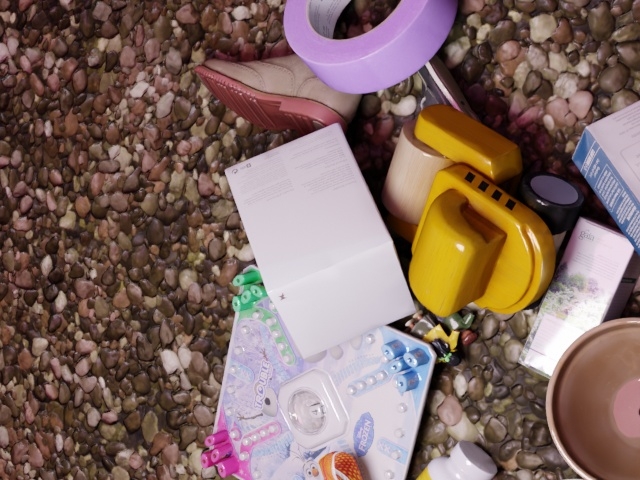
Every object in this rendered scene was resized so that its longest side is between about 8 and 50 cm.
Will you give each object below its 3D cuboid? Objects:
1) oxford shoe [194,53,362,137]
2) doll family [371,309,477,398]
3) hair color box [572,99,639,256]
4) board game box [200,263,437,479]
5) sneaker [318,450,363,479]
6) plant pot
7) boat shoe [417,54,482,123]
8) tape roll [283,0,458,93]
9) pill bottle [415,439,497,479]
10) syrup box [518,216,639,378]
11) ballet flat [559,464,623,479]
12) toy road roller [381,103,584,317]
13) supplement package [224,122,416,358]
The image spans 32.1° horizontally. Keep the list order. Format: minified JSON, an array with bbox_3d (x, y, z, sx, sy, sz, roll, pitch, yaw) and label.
[{"bbox_3d":[-0.070,-0.269,1.946,0.348,0.123,0.130,24,74,31],"label":"oxford shoe"},{"bbox_3d":[0.169,0.182,1.775,0.111,0.076,0.193,47,118,15],"label":"doll family"},{"bbox_3d":[0.513,-0.032,1.510,0.173,0.105,0.347,-26,69,-10],"label":"hair color box"},{"bbox_3d":[-0.022,0.286,1.855,0.390,0.050,0.390,23,111,31],"label":"board game box"},{"bbox_3d":[0.047,0.419,1.770,0.067,0.064,0.175,-25,79,58],"label":"sneaker"},{"bbox_3d":[0.439,0.231,1.527,0.237,0.109,0.237,-7,74,27],"label":"plant pot"},{"bbox_3d":[0.189,-0.219,1.779,0.079,0.084,0.233,-34,73,25],"label":"boat shoe"},{"bbox_3d":[0.079,-0.376,1.796,0.274,0.090,0.275,-15,58,25],"label":"tape roll"},{"bbox_3d":[0.191,0.403,1.729,0.103,0.103,0.184,44,110,26],"label":"pill bottle"},{"bbox_3d":[0.388,0.092,1.629,0.093,0.096,0.237,26,99,29],"label":"syrup box"},{"bbox_3d":[0.300,0.430,1.632,0.409,0.147,0.147,-31,72,21],"label":"ballet flat"},{"bbox_3d":[0.195,-0.028,1.612,0.329,0.240,0.203,38,131,28],"label":"toy road roller"},{"bbox_3d":[0.000,0.000,1.737,0.199,0.198,0.263,-23,51,1],"label":"supplement package"}]
